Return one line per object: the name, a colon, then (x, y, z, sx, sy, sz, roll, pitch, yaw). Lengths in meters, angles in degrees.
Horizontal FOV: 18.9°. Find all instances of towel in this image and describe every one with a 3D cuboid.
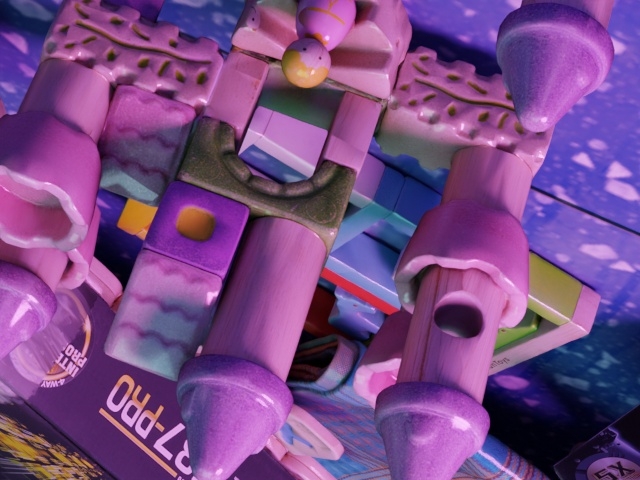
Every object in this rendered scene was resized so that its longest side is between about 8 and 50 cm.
towel: (0.103, 0.190, 1.349, 0.370, 0.040, 0.271, 36, 161, -14)

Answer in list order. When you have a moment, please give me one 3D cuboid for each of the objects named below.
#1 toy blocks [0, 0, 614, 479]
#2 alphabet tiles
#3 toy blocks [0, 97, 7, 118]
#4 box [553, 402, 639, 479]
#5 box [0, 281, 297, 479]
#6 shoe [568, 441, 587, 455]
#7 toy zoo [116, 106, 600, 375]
toy blocks: (-0.032, -0.008, 0.899, 0.289, 0.260, 0.309, 21, 146, -2)
alphabet tiles: (-0.109, 0.095, 1.350, 0.284, 0.021, 0.278, 44, 159, -23)
toy blocks: (-0.286, -0.046, 0.969, 0.191, 0.381, 0.261, 10, 139, 19)
box: (0.248, 0.160, 1.158, 0.180, 0.147, 0.077, 50, -175, -44)
box: (-0.237, 0.101, 1.372, 0.395, 0.097, 0.318, 10, 149, 45)
shoe: (0.257, 0.205, 1.341, 0.219, 0.076, 0.058, 37, 177, -22)
toy zoo: (0.000, 0.000, 1.176, 0.293, 0.030, 0.192, 30, 152, -16)
